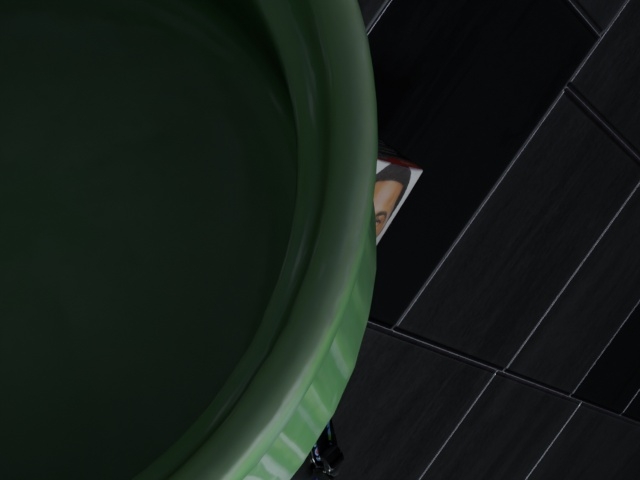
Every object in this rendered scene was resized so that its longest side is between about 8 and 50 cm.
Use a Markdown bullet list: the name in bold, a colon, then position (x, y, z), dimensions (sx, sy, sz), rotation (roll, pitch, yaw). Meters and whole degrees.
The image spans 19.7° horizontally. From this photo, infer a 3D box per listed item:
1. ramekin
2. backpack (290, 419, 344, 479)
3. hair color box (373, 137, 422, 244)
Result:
- **ramekin**: position (-0.122, -0.010, 0.634), dimensions (0.303, 0.303, 0.148), rotation (-50, 163, -6)
- **backpack**: position (-0.067, 0.053, 1.029), dimensions (0.158, 0.117, 0.173), rotation (8, 82, -58)
- **hair color box**: position (0.000, 0.000, 1.171), dimensions (0.141, 0.043, 0.072), rotation (-59, 155, 12)
